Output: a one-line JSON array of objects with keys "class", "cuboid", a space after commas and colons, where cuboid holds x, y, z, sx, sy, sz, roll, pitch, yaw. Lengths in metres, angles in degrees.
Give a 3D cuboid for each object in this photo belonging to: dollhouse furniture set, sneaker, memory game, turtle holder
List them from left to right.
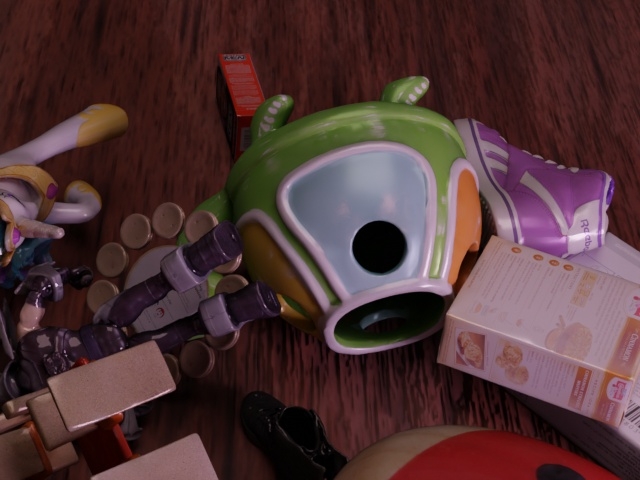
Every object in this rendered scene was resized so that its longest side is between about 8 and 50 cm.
[{"class": "dollhouse furniture set", "cuboid": [-0.148, 0.219, 1.069, 0.135, 0.262, 0.259, -20, 79, -32]}, {"class": "memory game", "cuboid": [-0.151, 0.053, 1.332, 0.186, 0.186, 0.012, 31, 6, 27]}, {"class": "sneaker", "cuboid": [-0.026, 0.177, 1.244, 0.051, 0.089, 0.170, -11, 42, -22]}, {"class": "turtle holder", "cuboid": [0.011, -0.011, 1.370, 0.320, 0.243, 0.227, 0, 55, -23]}, {"class": "sneaker", "cuboid": [0.244, -0.060, 1.547, 0.161, 0.102, 0.282, -10, 35, -4]}]

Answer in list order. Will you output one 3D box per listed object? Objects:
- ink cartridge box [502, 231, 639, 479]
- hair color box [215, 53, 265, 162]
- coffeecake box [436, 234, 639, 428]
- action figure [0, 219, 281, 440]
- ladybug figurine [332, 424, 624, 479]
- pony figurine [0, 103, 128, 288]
[{"class": "ink cartridge box", "cuboid": [0.318, 0.120, 1.394, 0.239, 0.060, 0.275, -25, 48, -35]}, {"class": "hair color box", "cuboid": [-0.097, -0.165, 1.676, 0.043, 0.072, 0.141, -3, 39, -13]}, {"class": "coffeecake box", "cuboid": [0.227, 0.085, 1.323, 0.185, 0.068, 0.142, 19, 40, 16]}, {"class": "action figure", "cuboid": [-0.185, 0.090, 1.249, 0.285, 0.185, 0.099, -26, 7, 8]}, {"class": "ladybug figurine", "cuboid": [0.158, 0.291, 1.015, 0.305, 0.162, 0.449, -42, 51, -18]}, {"class": "pony figurine", "cuboid": [-0.388, -0.060, 1.360, 0.351, 0.302, 0.363, 5, 18, 5]}]
